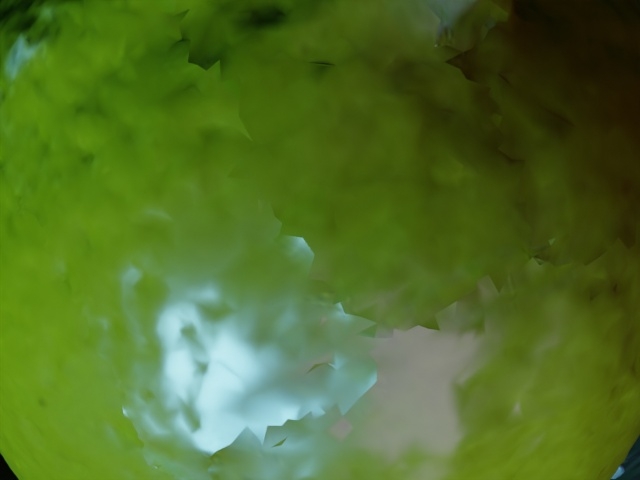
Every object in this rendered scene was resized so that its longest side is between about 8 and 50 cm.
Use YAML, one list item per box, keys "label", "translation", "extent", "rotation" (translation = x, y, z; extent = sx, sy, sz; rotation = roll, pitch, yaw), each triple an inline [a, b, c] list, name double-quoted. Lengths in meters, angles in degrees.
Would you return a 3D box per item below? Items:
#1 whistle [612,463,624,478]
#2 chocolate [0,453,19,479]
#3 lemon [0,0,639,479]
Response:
- label: "whistle"
  translation: [0.125, 0.128, 0.955]
  extent: [0.244, 0.110, 0.092]
  rotation: [17, 98, -55]
- label: "chocolate"
  translation: [-0.148, 0.149, 0.626]
  extent: [0.148, 0.214, 0.093]
  rotation: [-39, 135, 26]
- label: "lemon"
  translation: [0.000, 0.003, 0.452]
  extent: [0.236, 0.236, 0.263]
  rotation: [-14, 121, -26]
